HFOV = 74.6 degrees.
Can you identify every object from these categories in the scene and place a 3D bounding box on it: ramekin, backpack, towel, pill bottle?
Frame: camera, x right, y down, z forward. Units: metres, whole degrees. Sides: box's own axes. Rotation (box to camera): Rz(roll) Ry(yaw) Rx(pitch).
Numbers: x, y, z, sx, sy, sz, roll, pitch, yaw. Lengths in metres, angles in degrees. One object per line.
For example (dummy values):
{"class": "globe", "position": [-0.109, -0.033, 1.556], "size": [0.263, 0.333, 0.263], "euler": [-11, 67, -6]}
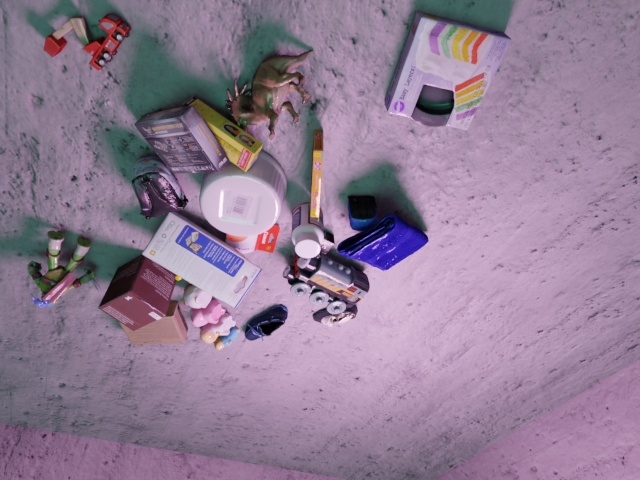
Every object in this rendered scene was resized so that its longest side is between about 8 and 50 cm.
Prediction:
{"class": "ramekin", "position": [-0.245, -0.142, 1.324], "size": [0.278, 0.135, 0.277], "euler": [-1, 132, -1]}
{"class": "backpack", "position": [0.143, -0.081, 1.395], "size": [0.098, 0.120, 0.101], "euler": [-5, 131, 3]}
{"class": "backpack", "position": [-0.513, -0.167, 1.304], "size": [0.152, 0.115, 0.181], "euler": [-21, 143, -7]}
{"class": "towel", "position": [0.225, 0.020, 1.430], "size": [0.228, 0.076, 0.308], "euler": [-31, 154, 25]}
{"class": "pill bottle", "position": [-0.043, -0.031, 1.395], "size": [0.108, 0.180, 0.107], "euler": [0, 131, 0]}

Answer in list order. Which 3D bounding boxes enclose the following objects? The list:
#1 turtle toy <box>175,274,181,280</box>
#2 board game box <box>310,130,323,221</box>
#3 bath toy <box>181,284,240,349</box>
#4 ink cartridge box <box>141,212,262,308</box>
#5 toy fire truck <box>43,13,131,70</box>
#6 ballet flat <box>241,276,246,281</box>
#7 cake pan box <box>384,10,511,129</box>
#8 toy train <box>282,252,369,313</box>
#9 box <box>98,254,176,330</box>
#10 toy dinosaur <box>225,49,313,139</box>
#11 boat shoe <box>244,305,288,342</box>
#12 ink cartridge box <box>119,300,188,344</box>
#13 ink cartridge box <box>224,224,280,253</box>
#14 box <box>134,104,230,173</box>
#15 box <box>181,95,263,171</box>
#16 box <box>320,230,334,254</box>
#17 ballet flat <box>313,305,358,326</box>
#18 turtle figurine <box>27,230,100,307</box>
{"class": "turtle toy", "position": [-0.484, 0.113, 1.583], "size": [0.131, 0.095, 0.066], "euler": [16, 108, -15]}
{"class": "board game box", "position": [-0.012, -0.192, 1.291], "size": [0.039, 0.124, 0.259], "euler": [1, 131, 0]}
{"class": "bath toy", "position": [-0.468, 0.308, 1.730], "size": [0.129, 0.151, 0.348], "euler": [15, 140, 34]}
{"class": "ink cartridge box", "position": [-0.404, 0.068, 1.459], "size": [0.371, 0.069, 0.175], "euler": [34, 93, -11]}
{"class": "toy fire truck", "position": [-0.584, -0.507, 1.052], "size": [0.192, 0.047, 0.135], "euler": [-37, 121, 26]}
{"class": "ballet flat", "position": [-0.409, 0.068, 1.532], "size": [0.317, 0.107, 0.106], "euler": [18, 115, -17]}
{"class": "cake pan box", "position": [0.326, -0.439, 1.120], "size": [0.246, 0.070, 0.266], "euler": [12, 131, -8]}
{"class": "toy train", "position": [0.026, 0.151, 1.587], "size": [0.334, 0.142, 0.190], "euler": [30, 121, -28]}
{"class": "box", "position": [-0.670, 0.189, 1.562], "size": [0.167, 0.203, 0.168], "euler": [-25, 127, 20]}
{"class": "toy dinosaur", "position": [-0.146, -0.400, 1.118], "size": [0.200, 0.127, 0.295], "euler": [36, 111, 9]}
{"class": "boat shoe", "position": [-0.245, 0.369, 1.805], "size": [0.109, 0.088, 0.258], "euler": [30, 124, -25]}
{"class": "ink cartridge box", "position": [-0.703, 0.352, 1.781], "size": [0.235, 0.088, 0.193], "euler": [-2, 133, -1]}
{"class": "ink cartridge box", "position": [-0.247, -0.006, 1.503], "size": [0.180, 0.045, 0.145], "euler": [13, 132, -9]}
{"class": "box", "position": [-0.390, -0.276, 1.184], "size": [0.231, 0.056, 0.183], "euler": [5, 139, 38]}
{"class": "box", "position": [-0.281, -0.297, 1.180], "size": [0.232, 0.058, 0.087], "euler": [35, 140, -6]}
{"class": "box", "position": [0.000, 0.000, 1.509], "size": [0.083, 0.052, 0.062], "euler": [24, 126, -22]}
{"class": "ballet flat", "position": [0.062, 0.327, 1.787], "size": [0.204, 0.074, 0.074], "euler": [-17, 130, 13]}
{"class": "turtle figurine", "position": [-0.942, 0.089, 1.537], "size": [0.198, 0.274, 0.266], "euler": [29, 107, 3]}
